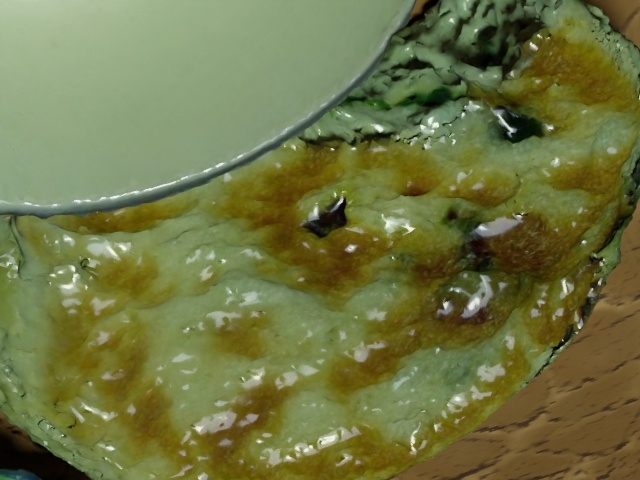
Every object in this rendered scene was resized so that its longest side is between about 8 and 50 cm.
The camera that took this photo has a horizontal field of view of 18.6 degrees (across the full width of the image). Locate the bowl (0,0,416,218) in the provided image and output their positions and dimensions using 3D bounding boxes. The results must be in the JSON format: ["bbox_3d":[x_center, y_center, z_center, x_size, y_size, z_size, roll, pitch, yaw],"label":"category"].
[{"bbox_3d":[-0.077,-0.113,0.576,0.211,0.112,0.211,-12,139,-10],"label":"bowl"}]

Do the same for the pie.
[{"bbox_3d":[-0.002,0.006,0.785,0.302,0.067,0.302,-13,140,-11],"label":"pie"}]

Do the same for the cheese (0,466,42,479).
[{"bbox_3d":[-0.220,0.110,0.797,0.320,0.083,0.204,19,127,-37],"label":"cheese"}]
